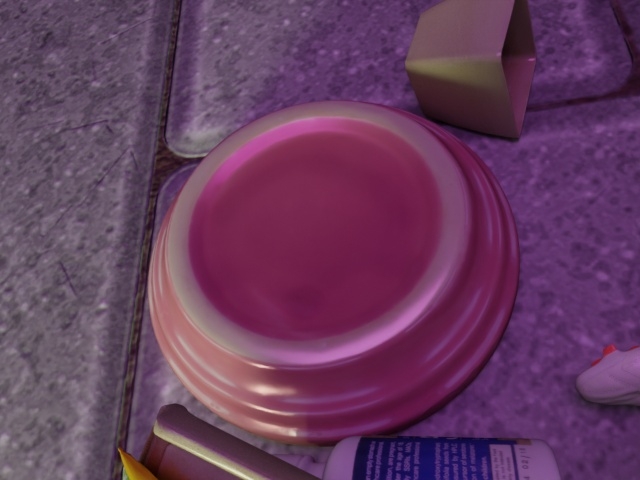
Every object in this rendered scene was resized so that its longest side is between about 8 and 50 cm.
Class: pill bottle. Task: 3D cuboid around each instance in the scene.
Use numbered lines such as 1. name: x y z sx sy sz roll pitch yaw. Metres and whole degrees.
1. pill bottle: 0.054 0.184 0.391 0.187 0.112 0.112 -2 61 12

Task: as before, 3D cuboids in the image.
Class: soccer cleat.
1. soccer cleat: 0.280 0.093 0.418 0.196 0.068 0.076 -12 62 3

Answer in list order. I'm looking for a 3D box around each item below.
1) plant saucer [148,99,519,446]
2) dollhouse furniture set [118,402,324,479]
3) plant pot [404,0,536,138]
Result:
1. plant saucer: 0.000 0.000 0.524 0.332 0.084 0.332 -5 60 9
2. dollhouse furniture set: -0.004 0.235 0.274 0.302 0.151 0.197 23 103 8
3. plant pot: 0.142 -0.171 0.579 0.096 0.109 0.109 5 62 30
